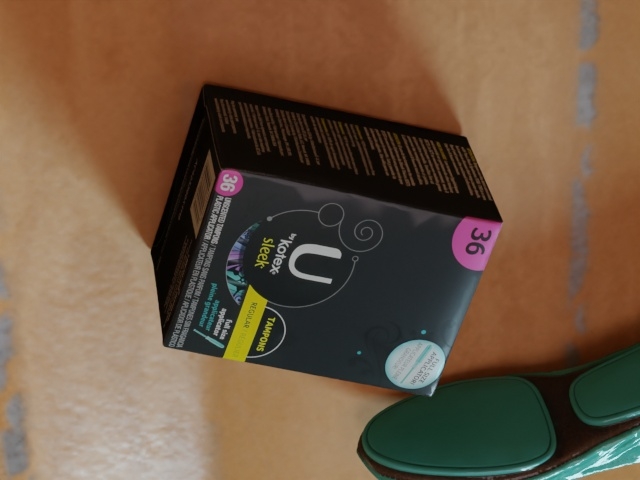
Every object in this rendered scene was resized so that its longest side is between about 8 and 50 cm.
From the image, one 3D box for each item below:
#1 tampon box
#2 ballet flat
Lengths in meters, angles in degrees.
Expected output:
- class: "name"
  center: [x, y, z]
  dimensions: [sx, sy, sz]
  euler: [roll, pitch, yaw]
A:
- class: "tampon box"
  center: [0.000, 0.000, 1.103]
  dimensions: [0.161, 0.101, 0.120]
  euler: [11, 119, -15]
- class: "ballet flat"
  center: [0.149, 0.121, 1.216]
  dimensions: [0.247, 0.083, 0.087]
  euler: [-16, 136, 3]
